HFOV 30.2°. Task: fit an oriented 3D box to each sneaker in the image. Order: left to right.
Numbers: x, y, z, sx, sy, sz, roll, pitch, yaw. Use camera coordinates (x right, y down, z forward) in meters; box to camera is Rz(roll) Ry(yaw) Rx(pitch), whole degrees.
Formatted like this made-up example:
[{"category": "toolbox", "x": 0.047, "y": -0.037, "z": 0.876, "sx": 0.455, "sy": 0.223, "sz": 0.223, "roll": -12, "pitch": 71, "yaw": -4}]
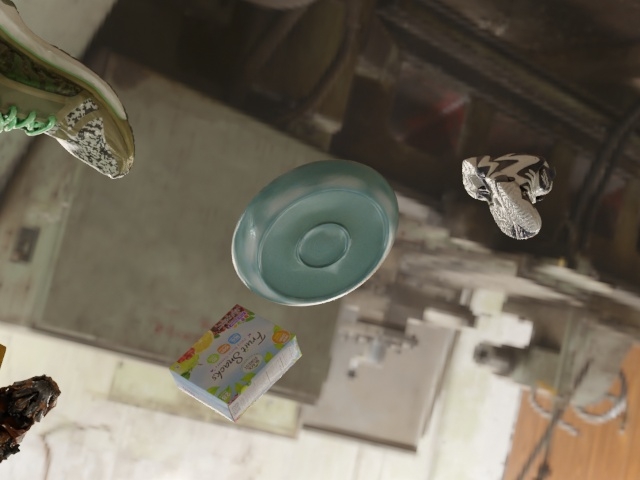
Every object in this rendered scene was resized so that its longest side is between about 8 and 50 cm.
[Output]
[{"category": "sneaker", "x": -0.442, "y": -0.200, "z": 1.649, "sx": 0.410, "sy": 0.182, "sz": 0.158, "roll": 42, "pitch": 146, "yaw": -23}, {"category": "sneaker", "x": 0.367, "y": -0.091, "z": 2.096, "sx": 0.153, "sy": 0.094, "sz": 0.235, "roll": -16, "pitch": -153, "yaw": -14}]

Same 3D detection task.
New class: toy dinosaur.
[{"category": "toy dinosaur", "x": -0.504, "y": 0.295, "z": 1.615, "sx": 0.164, "sy": 0.322, "sz": 0.218, "roll": 37, "pitch": 176, "yaw": 1}]

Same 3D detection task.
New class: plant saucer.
[{"category": "plant saucer", "x": 0.000, "y": 0.000, "z": 2.112, "sx": 0.317, "sy": 0.318, "sz": 0.044, "roll": 18, "pitch": -154, "yaw": -34}]

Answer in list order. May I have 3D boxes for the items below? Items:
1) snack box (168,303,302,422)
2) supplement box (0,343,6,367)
[{"category": "snack box", "x": -0.170, "y": 0.244, "z": 2.390, "sx": 0.174, "sy": 0.207, "sz": 0.070, "roll": 25, "pitch": 147, "yaw": 36}, {"category": "supplement box", "x": -0.718, "y": 0.253, "z": 2.196, "sx": 0.129, "sy": 0.191, "sz": 0.194, "roll": -12, "pitch": 146, "yaw": 36}]
